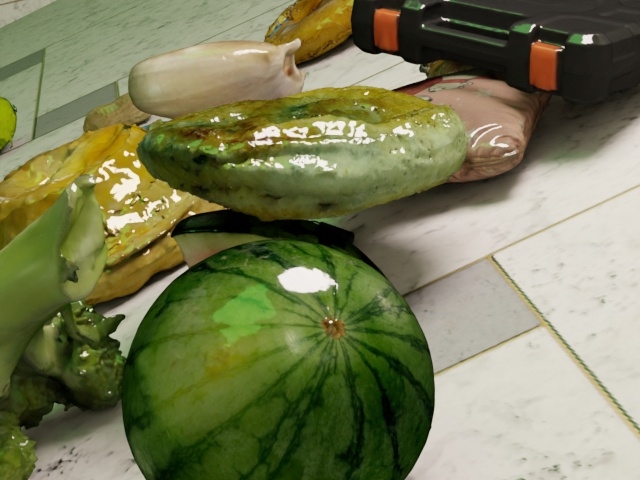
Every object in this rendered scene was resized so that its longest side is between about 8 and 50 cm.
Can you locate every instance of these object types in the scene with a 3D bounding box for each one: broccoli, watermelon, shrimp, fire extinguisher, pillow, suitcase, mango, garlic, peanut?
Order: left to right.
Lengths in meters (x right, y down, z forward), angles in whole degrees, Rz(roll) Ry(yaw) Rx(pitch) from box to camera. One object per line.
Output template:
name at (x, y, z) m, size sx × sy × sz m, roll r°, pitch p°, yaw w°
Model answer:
mango at (-0.559, -0.167, 2.194) m, size 0.178 × 0.100 × 0.119 m, roll -28°, pitch 22°, yaw 13°
broccoli at (-0.247, 0.113, 1.081) m, size 0.302 × 0.186 × 0.254 m, roll -21°, pitch -19°, yaw 10°
peanut at (-0.291, -0.180, 1.998) m, size 0.113 × 0.054 × 0.054 m, roll -20°, pitch 21°, yaw 11°
garlic at (-0.119, -0.180, 1.686) m, size 0.217 × 0.110 × 0.228 m, roll 0°, pitch -5°, yaw -36°
watermelon at (-0.030, 0.096, 0.859) m, size 0.188 × 0.188 × 0.215 m, roll -39°, pitch -5°, yaw -34°
watermelon at (-0.013, 0.025, 1.111) m, size 0.145 × 0.137 × 0.193 m, roll -19°, pitch -19°, yaw 18°
fire extinguisher at (-0.001, -0.006, 1.276) m, size 0.046 × 0.032 × 0.100 m, roll -39°, pitch 28°, yaw -7°
pillow at (0.105, -0.106, 1.325) m, size 0.236 × 0.084 × 0.223 m, roll -8°, pitch 20°, yaw 23°
shrimp at (0.187, -0.199, 1.498) m, size 0.152 × 0.046 × 0.219 m, roll -22°, pitch 11°, yaw -14°
suitcase at (0.193, -0.204, 1.327) m, size 0.285 × 0.066 × 0.206 m, roll 20°, pitch 30°, yaw 38°

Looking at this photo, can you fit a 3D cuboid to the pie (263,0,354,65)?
pie at (0.027, -0.325, 1.973) m, size 0.273 × 0.069 × 0.273 m, roll -23°, pitch 16°, yaw 7°

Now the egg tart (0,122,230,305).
egg tart at (-0.250, -0.030, 1.482) m, size 0.341 × 0.129 × 0.341 m, roll -21°, pitch 22°, yaw 9°

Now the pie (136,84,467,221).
pie at (-0.017, -0.084, 1.143) m, size 0.277 × 0.079 × 0.277 m, roll 0°, pitch 17°, yaw 0°

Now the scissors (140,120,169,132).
scissors at (-0.200, -0.117, 1.751) m, size 0.138 × 0.041 × 0.289 m, roll -27°, pitch 18°, yaw -29°
